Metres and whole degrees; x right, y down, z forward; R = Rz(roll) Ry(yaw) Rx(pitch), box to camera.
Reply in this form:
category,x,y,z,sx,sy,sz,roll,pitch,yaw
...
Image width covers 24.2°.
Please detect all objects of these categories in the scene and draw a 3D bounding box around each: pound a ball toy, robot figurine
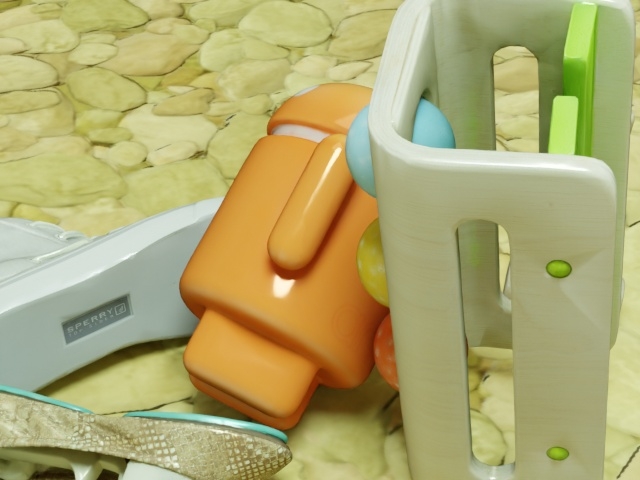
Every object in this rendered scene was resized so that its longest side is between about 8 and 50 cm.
category,x,y,z,sx,sy,sz,roll,pitch,yaw
pound a ball toy,0.096,-0.001,0.805,0.136,0.319,0.208,5,49,12
robot figurine,0.000,0.000,0.885,0.128,0.158,0.219,14,71,44

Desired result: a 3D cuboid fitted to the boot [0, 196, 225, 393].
category,x,y,z,sx,sy,sz,roll,pitch,yaw
boot,-0.147,0.013,0.948,0.258,0.095,0.123,-19,37,-29

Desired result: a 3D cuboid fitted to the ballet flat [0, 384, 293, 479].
category,x,y,z,sx,sy,sz,roll,pitch,yaw
ballet flat,-0.119,0.126,0.820,0.206,0.073,0.067,5,61,14
